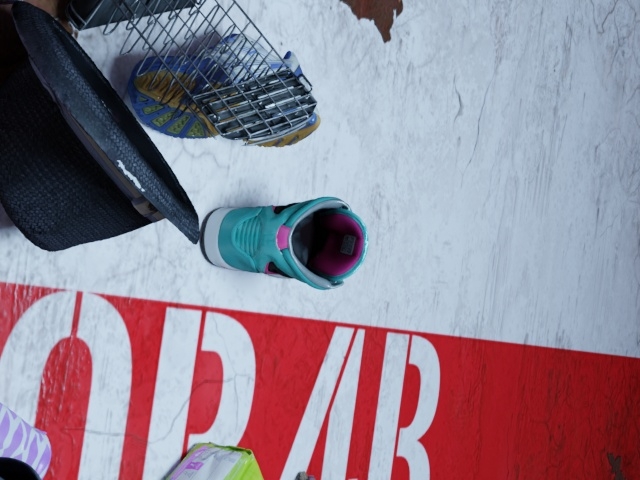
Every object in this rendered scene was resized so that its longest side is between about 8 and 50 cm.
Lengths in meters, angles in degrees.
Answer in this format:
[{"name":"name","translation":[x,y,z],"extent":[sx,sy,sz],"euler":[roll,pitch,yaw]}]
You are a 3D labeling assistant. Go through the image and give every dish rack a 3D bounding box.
[{"name":"dish rack","translation":[-0.136,-0.211,1.482],"extent":[0.271,0.074,0.208],"euler":[51,39,11]}]

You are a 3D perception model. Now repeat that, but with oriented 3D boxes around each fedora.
[{"name":"fedora","translation":[-0.267,-0.088,1.353],"extent":[0.152,0.334,0.334],"euler":[-35,133,0]}]

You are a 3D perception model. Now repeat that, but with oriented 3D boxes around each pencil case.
[{"name":"pencil case","translation":[-0.366,0.189,1.351],"extent":[0.206,0.086,0.088],"euler":[57,24,-43]}]

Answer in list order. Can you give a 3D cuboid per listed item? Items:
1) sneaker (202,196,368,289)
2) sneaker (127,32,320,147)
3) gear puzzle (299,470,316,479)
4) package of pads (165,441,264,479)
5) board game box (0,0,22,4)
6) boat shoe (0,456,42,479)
[{"name":"sneaker","translation":[0.000,0.000,1.751],"extent":[0.295,0.178,0.123],"euler":[-1,95,-55]},{"name":"sneaker","translation":[-0.130,-0.201,1.629],"extent":[0.296,0.112,0.131],"euler":[9,61,-49]},{"name":"gear puzzle","translation":[0.032,0.515,1.900],"extent":[0.175,0.044,0.339],"euler":[-114,-168,-66]},{"name":"package of pads","translation":[-0.164,0.428,1.647],"extent":[0.296,0.101,0.229],"euler":[-49,132,-39]},{"name":"board game box","translation":[-0.369,-0.326,1.288],"extent":[0.194,0.060,0.194],"euler":[34,67,-53]},{"name":"boat shoe","translation":[-0.326,0.299,1.296],"extent":[0.500,0.187,0.156],"euler":[51,35,-61]}]
